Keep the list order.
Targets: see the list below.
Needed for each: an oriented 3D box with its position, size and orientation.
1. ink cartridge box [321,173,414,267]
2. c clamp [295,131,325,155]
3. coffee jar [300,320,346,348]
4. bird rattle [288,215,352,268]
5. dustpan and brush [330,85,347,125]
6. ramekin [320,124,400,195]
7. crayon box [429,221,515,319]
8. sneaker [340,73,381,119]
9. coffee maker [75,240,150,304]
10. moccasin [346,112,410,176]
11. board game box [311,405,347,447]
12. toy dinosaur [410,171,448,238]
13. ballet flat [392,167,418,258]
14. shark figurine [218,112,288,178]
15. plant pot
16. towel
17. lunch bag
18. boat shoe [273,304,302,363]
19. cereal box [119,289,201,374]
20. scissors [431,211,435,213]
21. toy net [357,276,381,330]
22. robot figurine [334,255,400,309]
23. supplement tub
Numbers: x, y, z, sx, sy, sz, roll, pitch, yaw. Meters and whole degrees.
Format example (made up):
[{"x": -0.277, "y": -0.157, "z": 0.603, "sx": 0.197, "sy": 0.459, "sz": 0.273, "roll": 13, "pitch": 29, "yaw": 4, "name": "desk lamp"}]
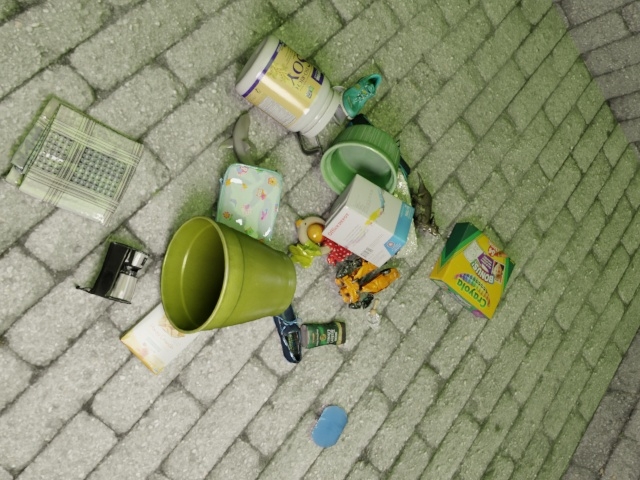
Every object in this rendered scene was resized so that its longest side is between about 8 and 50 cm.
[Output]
[{"x": 0.183, "y": -0.074, "z": 1.897, "sx": 0.270, "sy": 0.198, "sz": 0.197, "roll": 30, "pitch": 49, "yaw": -9, "name": "ink cartridge box"}, {"x": -0.032, "y": -0.407, "z": 1.977, "sx": 0.137, "sy": 0.022, "sz": 0.160, "roll": -27, "pitch": 101, "yaw": -20, "name": "c clamp"}, {"x": 0.015, "y": 0.369, "z": 1.940, "sx": 0.184, "sy": 0.079, "sz": 0.096, "roll": -1, "pitch": 89, "yaw": -29, "name": "coffee jar"}, {"x": 0.000, "y": 0.000, "z": 1.924, "sx": 0.253, "sy": 0.143, "sz": 0.207, "roll": -9, "pitch": 76, "yaw": -32, "name": "bird rattle"}, {"x": 0.052, "y": -0.585, "z": 2.003, "sx": 0.211, "sy": 0.060, "sz": 0.147, "roll": 33, "pitch": 73, "yaw": -24, "name": "dustpan and brush"}, {"x": 0.164, "y": -0.302, "z": 1.922, "sx": 0.303, "sy": 0.303, "sz": 0.148, "roll": 40, "pitch": 51, "yaw": -22, "name": "ramekin"}, {"x": 0.719, "y": 0.143, "z": 2.317, "sx": 0.363, "sy": 0.106, "sz": 0.313, "roll": 37, "pitch": 72, "yaw": -23, "name": "crayon box"}, {"x": 0.163, "y": -0.596, "z": 2.001, "sx": 0.107, "sy": 0.110, "sz": 0.275, "roll": 49, "pitch": 51, "yaw": -26, "name": "sneaker"}, {"x": -0.652, "y": 0.096, "z": 1.561, "sx": 0.171, "sy": 0.120, "sz": 0.178, "roll": 22, "pitch": 77, "yaw": -26, "name": "coffee maker"}, {"x": 0.266, "y": -0.402, "z": 2.073, "sx": 0.342, "sy": 0.138, "sz": 0.117, "roll": 42, "pitch": 66, "yaw": -22, "name": "moccasin"}, {"x": 0.031, "y": 0.735, "z": 1.965, "sx": 0.133, "sy": 0.033, "sz": 0.168, "roll": 36, "pitch": 77, "yaw": -28, "name": "board game box"}, {"x": 0.439, "y": -0.147, "z": 2.167, "sx": 0.160, "sy": 0.121, "sz": 0.313, "roll": -19, "pitch": 99, "yaw": -40, "name": "toy dinosaur"}, {"x": 0.316, "y": -0.105, "z": 2.065, "sx": 0.147, "sy": 0.147, "sz": 0.409, "roll": -25, "pitch": 109, "yaw": -27, "name": "ballet flat"}, {"x": -0.252, "y": -0.314, "z": 1.801, "sx": 0.166, "sy": 0.116, "sz": 0.278, "roll": -36, "pitch": 103, "yaw": -24, "name": "shark figurine"}, {"x": -0.279, "y": 0.127, "z": 1.646, "sx": 0.353, "sy": 0.366, "sz": 0.366, "roll": 11, "pitch": 82, "yaw": -45, "name": "plant pot"}, {"x": -0.760, "y": -0.245, "z": 1.551, "sx": 0.324, "sy": 0.056, "sz": 0.312, "roll": 27, "pitch": 76, "yaw": -24, "name": "towel"}, {"x": -0.262, "y": -0.137, "z": 1.763, "sx": 0.224, "sy": 0.108, "sz": 0.279, "roll": 11, "pitch": 92, "yaw": -12, "name": "lunch bag"}, {"x": -0.107, "y": 0.336, "z": 1.868, "sx": 0.109, "sy": 0.089, "sz": 0.258, "roll": -21, "pitch": 98, "yaw": -28, "name": "boat shoe"}, {"x": -0.522, "y": 0.305, "z": 1.665, "sx": 0.240, "sy": 0.047, "sz": 0.173, "roll": -45, "pitch": 108, "yaw": -22, "name": "cereal box"}, {"x": 0.389, "y": -0.127, "z": 2.199, "sx": 0.297, "sy": 0.021, "sz": 0.109, "roll": 21, "pitch": 78, "yaw": -28, "name": "scissors"}, {"x": 0.204, "y": 0.274, "z": 2.066, "sx": 0.122, "sy": 0.045, "sz": 0.232, "roll": -18, "pitch": 97, "yaw": -29, "name": "toy net"}, {"x": 0.181, "y": 0.148, "z": 1.984, "sx": 0.291, "sy": 0.085, "sz": 0.211, "roll": -28, "pitch": 101, "yaw": -27, "name": "robot figurine"}, {"x": -0.117, "y": -0.552, "z": 1.807, "sx": 0.331, "sy": 0.241, "sz": 0.241, "roll": 32, "pitch": 74, "yaw": -24, "name": "supplement tub"}]
